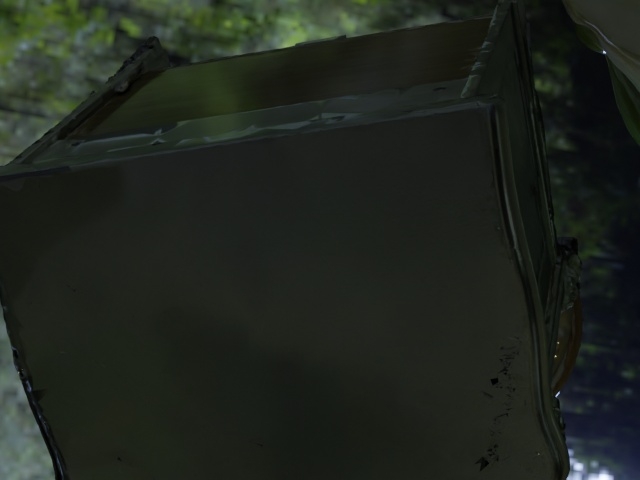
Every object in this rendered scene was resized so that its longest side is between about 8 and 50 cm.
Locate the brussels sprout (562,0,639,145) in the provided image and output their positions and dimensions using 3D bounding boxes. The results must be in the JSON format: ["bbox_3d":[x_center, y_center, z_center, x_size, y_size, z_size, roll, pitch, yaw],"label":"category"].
[{"bbox_3d":[0.276,-0.134,0.822,0.281,0.354,0.289,25,-72,46],"label":"brussels sprout"}]

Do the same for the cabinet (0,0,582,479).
[{"bbox_3d":[0.000,0.000,0.998,0.318,0.290,0.227,-63,143,-67],"label":"cabinet"}]

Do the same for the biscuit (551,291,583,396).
[{"bbox_3d":[0.141,0.067,1.629,0.259,0.079,0.259,6,-78,31],"label":"biscuit"}]
